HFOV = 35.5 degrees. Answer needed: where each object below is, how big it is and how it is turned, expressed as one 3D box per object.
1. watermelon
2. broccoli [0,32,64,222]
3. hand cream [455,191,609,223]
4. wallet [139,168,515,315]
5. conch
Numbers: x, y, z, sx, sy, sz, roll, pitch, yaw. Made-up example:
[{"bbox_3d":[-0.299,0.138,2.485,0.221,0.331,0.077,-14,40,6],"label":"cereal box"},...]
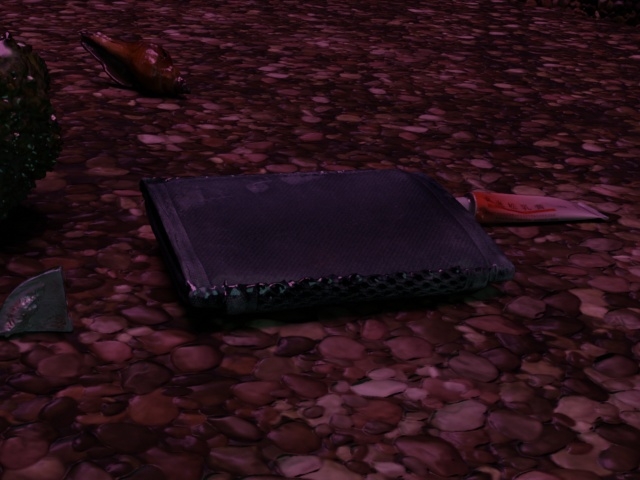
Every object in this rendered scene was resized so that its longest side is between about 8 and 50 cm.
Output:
[{"bbox_3d":[-0.249,0.065,0.893,0.061,0.085,0.085,40,31,8],"label":"watermelon"},{"bbox_3d":[-0.404,-0.110,1.031,0.260,0.288,0.235,-1,61,-9],"label":"broccoli"},{"bbox_3d":[0.249,-0.038,1.230,0.216,0.038,0.052,-1,49,-20],"label":"hand cream"},{"bbox_3d":[0.000,0.000,1.044,0.342,0.075,0.237,-3,29,-22],"label":"wallet"},{"bbox_3d":[-0.314,-0.305,1.723,0.232,0.086,0.080,22,28,34],"label":"conch"}]
